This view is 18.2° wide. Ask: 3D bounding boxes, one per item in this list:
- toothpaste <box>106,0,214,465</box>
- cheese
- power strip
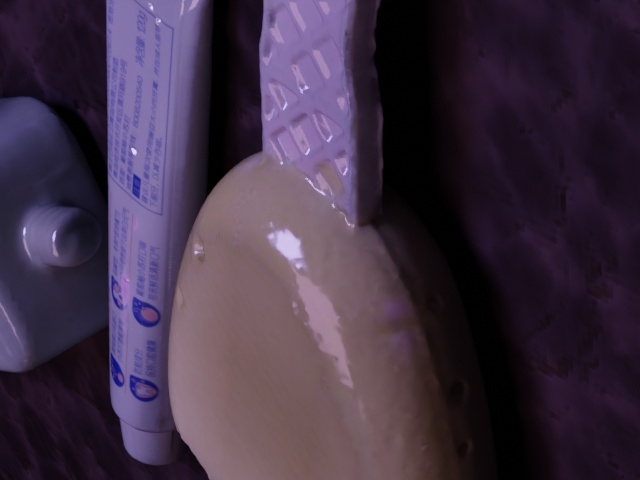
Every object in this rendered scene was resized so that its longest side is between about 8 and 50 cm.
[{"bbox_3d":[-0.052,-0.009,0.647,0.052,0.033,0.218,36,140,32],"label":"toothpaste"},{"bbox_3d":[0.000,0.000,0.549,0.127,0.050,0.255,37,142,40],"label":"cheese"},{"bbox_3d":[-0.183,-0.003,0.832,0.385,0.062,0.091,2,119,59],"label":"power strip"}]
